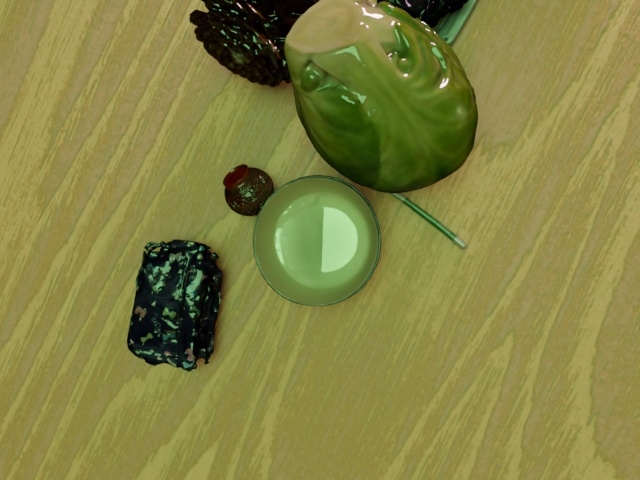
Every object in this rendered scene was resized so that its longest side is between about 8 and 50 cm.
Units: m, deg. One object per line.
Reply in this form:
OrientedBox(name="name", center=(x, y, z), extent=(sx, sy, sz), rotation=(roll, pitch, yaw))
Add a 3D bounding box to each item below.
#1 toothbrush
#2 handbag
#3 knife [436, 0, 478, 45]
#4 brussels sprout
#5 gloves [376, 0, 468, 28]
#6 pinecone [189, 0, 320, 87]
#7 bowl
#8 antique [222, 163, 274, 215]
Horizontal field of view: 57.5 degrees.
OrientedBox(name="toothbrush", center=(0.178, -0.066, 1.123), extent=(0.257, 0.018, 0.024), rotation=(39, 90, 8))
OrientedBox(name="handbag", center=(-0.280, 0.127, 1.154), extent=(0.162, 0.113, 0.260), rotation=(9, 93, 16))
OrientedBox(name="knife", center=(0.267, -0.441, 1.102), extent=(0.044, 0.023, 0.162), rotation=(31, 96, 15))
OrientedBox(name="brussels sprout", center=(0.095, -0.244, 0.983), extent=(0.281, 0.355, 0.289), rotation=(-29, 47, 21))
OrientedBox(name="gloves", center=(0.209, -0.464, 1.064), extent=(0.203, 0.124, 0.164), rotation=(-9, 99, -3))
OrientedBox(name="pinecone", center=(-0.087, -0.427, 1.072), extent=(0.246, 0.246, 0.292), rotation=(39, 77, 7))
OrientedBox(name="bowl", center=(0.000, 0.000, 1.098), extent=(0.238, 0.126, 0.238), rotation=(0, 91, 9))
OrientedBox(name="antique", center=(-0.137, -0.095, 1.136), extent=(0.104, 0.104, 0.104), rotation=(0, 90, 9))
